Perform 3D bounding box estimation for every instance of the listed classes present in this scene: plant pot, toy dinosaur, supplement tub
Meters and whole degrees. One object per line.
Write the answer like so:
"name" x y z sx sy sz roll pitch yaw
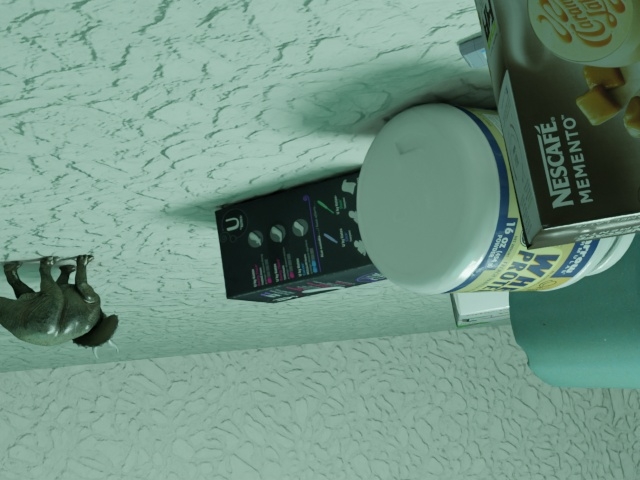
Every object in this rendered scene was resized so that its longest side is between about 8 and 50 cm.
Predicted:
"plant pot" 0.501 0.095 1.641 0.334 0.341 0.341 -14 168 43
"toy dinosaur" -0.445 0.112 1.741 0.121 0.160 0.313 -18 167 35
"supplement tub" 0.229 -0.048 1.317 0.316 0.228 0.228 0 165 -37

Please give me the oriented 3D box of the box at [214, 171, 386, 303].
"box" 0.000 0.000 1.583 0.270 0.143 0.165 -14 168 22

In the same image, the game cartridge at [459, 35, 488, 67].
"game cartridge" 0.188 -0.201 1.083 0.083 0.017 0.056 -13 164 19

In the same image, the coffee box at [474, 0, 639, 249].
"coffee box" 0.221 -0.128 0.885 0.141 0.247 0.098 -9 168 1

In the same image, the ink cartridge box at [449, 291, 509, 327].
"ink cartridge box" 0.433 0.135 2.641 0.201 0.117 0.278 -10 168 4
